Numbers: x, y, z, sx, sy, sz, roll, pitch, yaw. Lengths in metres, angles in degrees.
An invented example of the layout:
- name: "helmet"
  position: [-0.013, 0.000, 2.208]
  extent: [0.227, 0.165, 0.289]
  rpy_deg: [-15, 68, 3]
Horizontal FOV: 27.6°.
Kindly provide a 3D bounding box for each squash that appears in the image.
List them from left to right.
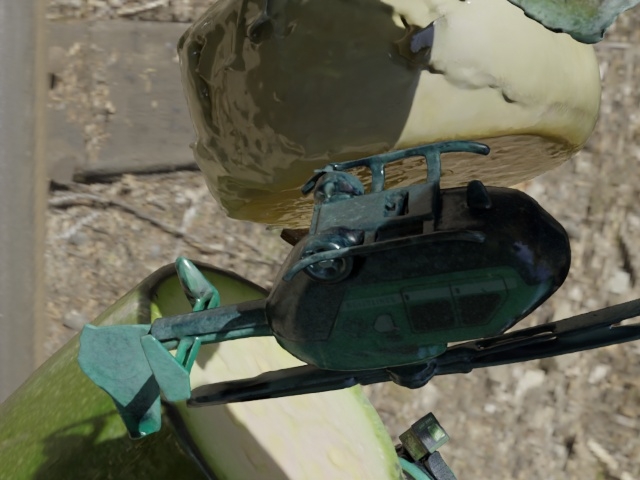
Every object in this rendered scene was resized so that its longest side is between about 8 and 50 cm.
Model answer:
- name: "squash"
  position: [-0.155, 0.223, 0.935]
  extent: [0.384, 0.263, 0.263]
  rpy_deg: [-40, 135, 23]

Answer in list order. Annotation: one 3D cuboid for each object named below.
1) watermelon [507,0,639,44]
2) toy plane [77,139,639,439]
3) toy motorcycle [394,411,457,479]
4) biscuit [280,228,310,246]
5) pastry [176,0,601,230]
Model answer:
- name: "watermelon"
  position: [0.095, -0.179, 0.505]
  extent: [0.071, 0.139, 0.187]
  rpy_deg: [-23, 76, -42]
- name: "toy plane"
  position: [0.007, 0.024, 0.513]
  extent: [0.060, 0.235, 0.096]
  rpy_deg: [-80, 154, -51]
- name: "toy motorcycle"
  position: [0.144, 0.292, 1.495]
  extent: [0.058, 0.100, 0.173]
  rpy_deg: [-27, 76, -41]
- name: "biscuit"
  position: [0.000, 0.000, 1.700]
  extent: [0.130, 0.119, 0.019]
  rpy_deg: [12, 122, -34]
- name: "pastry"
  position: [0.037, -0.091, 0.781]
  extent: [0.265, 0.265, 0.133]
  rpy_deg: [-7, 81, -40]
